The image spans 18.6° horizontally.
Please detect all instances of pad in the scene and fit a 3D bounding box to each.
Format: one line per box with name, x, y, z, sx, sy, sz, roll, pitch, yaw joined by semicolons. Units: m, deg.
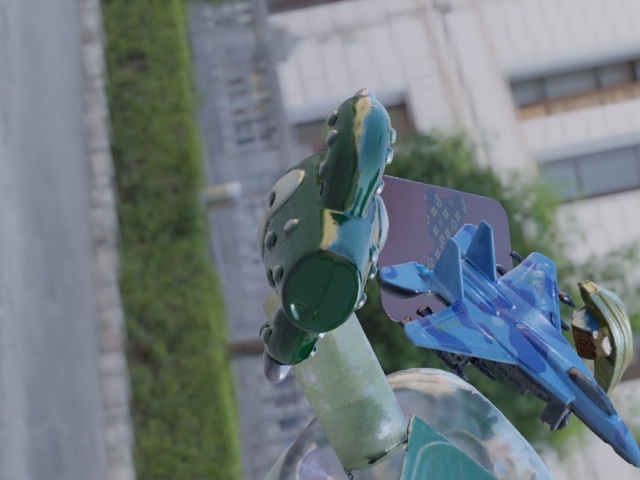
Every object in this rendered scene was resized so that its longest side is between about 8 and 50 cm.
pad;0.153;0.021;2.364;0.267;0.004;0.181;9;72;-48

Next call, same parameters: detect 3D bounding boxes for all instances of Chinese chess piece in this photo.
Chinese chess piece;0.020;0.147;2.180;0.237;0.092;0.238;64;-3;5

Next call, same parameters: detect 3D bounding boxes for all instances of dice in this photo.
dice;0.128;0.389;2.553;0.328;0.330;0.348;46;-14;28

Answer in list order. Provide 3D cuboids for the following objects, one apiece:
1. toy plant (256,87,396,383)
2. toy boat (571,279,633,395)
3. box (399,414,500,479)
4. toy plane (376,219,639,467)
toy plant;0.002;-0.005;1.733;0.232;0.113;0.243;120;-14;-50
toy boat;0.335;0.117;2.339;0.065;0.066;0.172;-124;-167;-49
box;0.133;0.377;1.963;0.264;0.106;0.336;40;34;-17
toy plane;0.162;0.089;1.519;0.246;0.169;0.078;51;-40;14
